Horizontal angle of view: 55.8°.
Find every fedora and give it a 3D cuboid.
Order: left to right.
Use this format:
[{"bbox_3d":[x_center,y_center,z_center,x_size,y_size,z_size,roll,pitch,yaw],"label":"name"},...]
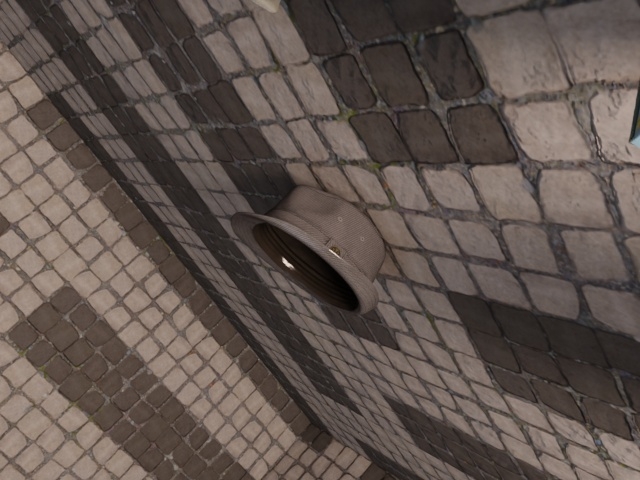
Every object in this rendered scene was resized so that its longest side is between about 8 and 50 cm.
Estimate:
[{"bbox_3d":[0.000,0.000,0.996,0.275,0.124,0.243,36,160,1],"label":"fedora"}]

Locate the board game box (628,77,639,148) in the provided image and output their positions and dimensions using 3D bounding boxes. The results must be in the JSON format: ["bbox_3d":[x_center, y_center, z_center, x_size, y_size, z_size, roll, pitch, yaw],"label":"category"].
[{"bbox_3d":[0.261,-0.128,0.196,0.144,0.142,0.275,27,150,0],"label":"board game box"}]

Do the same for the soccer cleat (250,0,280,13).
[{"bbox_3d":[-0.008,-0.301,0.533,0.143,0.116,0.331,38,165,-25],"label":"soccer cleat"}]
